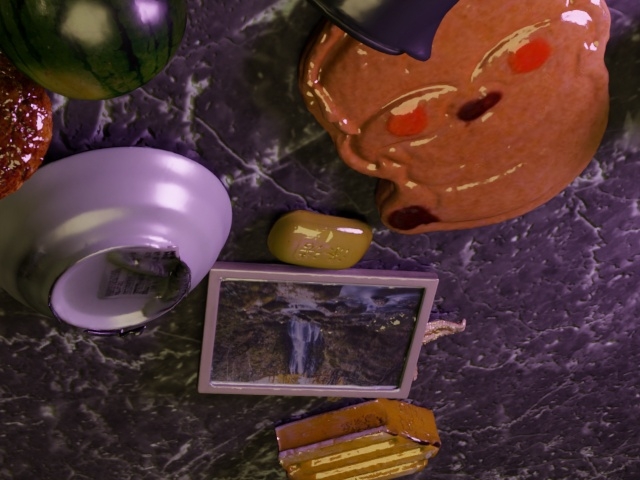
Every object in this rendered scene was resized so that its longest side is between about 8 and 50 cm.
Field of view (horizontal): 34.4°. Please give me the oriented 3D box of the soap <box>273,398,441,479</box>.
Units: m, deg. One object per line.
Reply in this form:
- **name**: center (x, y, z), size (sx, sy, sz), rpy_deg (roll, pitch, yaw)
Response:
- **soap**: center (0.067, 0.339, 1.708), size (0.257, 0.080, 0.160), rpy_deg (-16, 138, 4)

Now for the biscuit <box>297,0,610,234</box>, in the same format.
- **biscuit**: center (0.172, -0.178, 1.207), size (0.349, 0.078, 0.455), rpy_deg (-28, 135, 11)

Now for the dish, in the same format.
- **dish**: center (-0.251, 0.027, 1.259), size (0.316, 0.106, 0.316), rpy_deg (-13, 144, -9)

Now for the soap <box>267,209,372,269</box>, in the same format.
- **soap**: center (0.000, 0.001, 1.365), size (0.140, 0.045, 0.089), rpy_deg (8, 130, -21)

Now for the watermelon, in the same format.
- **watermelon**: center (-0.236, -0.229, 1.014), size (0.204, 0.127, 0.232), rpy_deg (-10, 132, 2)

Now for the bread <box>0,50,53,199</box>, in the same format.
- **bread**: center (-0.379, -0.121, 1.091), size (0.193, 0.064, 0.193), rpy_deg (-3, 102, -14)

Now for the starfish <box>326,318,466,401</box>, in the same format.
- **starfish**: center (0.065, 0.174, 1.559), size (0.295, 0.048, 0.231), rpy_deg (-4, 136, -7)

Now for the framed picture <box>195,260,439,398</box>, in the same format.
- **framed picture**: center (-0.009, 0.134, 1.479), size (0.324, 0.020, 0.240), rpy_deg (4, 126, -11)

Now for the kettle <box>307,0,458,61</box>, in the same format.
- **kettle**: center (0.084, -0.343, 0.895), size (0.262, 0.203, 0.308), rpy_deg (27, 121, -31)
